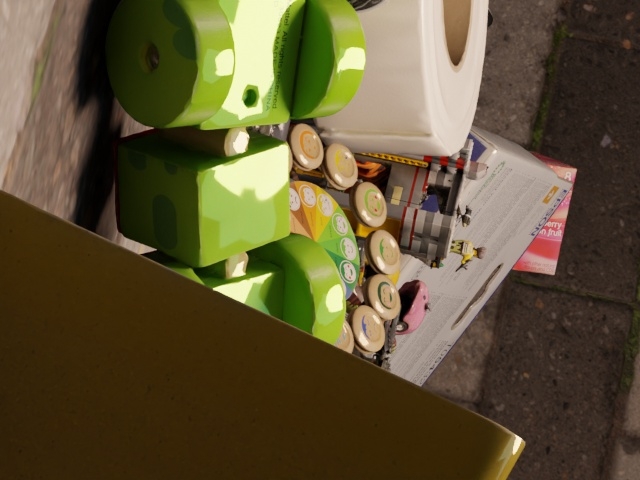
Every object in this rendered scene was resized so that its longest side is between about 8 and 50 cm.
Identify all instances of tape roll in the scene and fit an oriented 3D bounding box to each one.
[{"bbox_3d":[0.064,-0.208,1.523,0.286,0.100,0.286,3,90,-76],"label":"tape roll"}]

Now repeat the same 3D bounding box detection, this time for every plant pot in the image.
[{"bbox_3d":[-0.062,0.126,0.743,0.187,0.212,0.212,-63,173,-11],"label":"plant pot"}]

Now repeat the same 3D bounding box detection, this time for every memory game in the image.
[{"bbox_3d":[0.000,0.000,1.422,0.186,0.012,0.186,23,57,-42],"label":"memory game"}]

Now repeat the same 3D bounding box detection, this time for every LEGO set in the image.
[{"bbox_3d":[0.036,0.049,1.641,0.255,0.192,0.331,97,7,-48],"label":"LEGO set"}]

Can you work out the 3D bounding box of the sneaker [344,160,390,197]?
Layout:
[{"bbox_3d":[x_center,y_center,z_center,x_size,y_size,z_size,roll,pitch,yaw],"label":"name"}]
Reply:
[{"bbox_3d":[0.042,-0.065,1.880,0.180,0.124,0.321,-63,162,6],"label":"sneaker"}]

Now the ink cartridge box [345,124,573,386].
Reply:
[{"bbox_3d":[0.106,0.035,1.969,0.324,0.071,0.330,-54,162,9],"label":"ink cartridge box"}]

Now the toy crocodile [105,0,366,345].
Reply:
[{"bbox_3d":[-0.057,-0.034,0.921,0.115,0.105,0.341,-14,117,-45],"label":"toy crocodile"}]

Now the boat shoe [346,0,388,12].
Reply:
[{"bbox_3d":[0.006,-0.208,1.095,0.306,0.113,0.105,92,6,-62],"label":"boat shoe"}]

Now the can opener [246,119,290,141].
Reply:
[{"bbox_3d":[-0.057,-0.018,1.179,0.073,0.059,0.186,69,33,-82],"label":"can opener"}]

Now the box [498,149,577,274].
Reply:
[{"bbox_3d":[0.139,-0.048,2.132,0.122,0.256,0.128,-148,-112,-68],"label":"box"}]

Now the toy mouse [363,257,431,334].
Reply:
[{"bbox_3d":[0.085,0.031,1.740,0.143,0.031,0.161,-30,-133,50],"label":"toy mouse"}]

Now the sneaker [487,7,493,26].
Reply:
[{"bbox_3d":[0.131,-0.299,2.172,0.130,0.147,0.330,-66,167,-68],"label":"sneaker"}]
